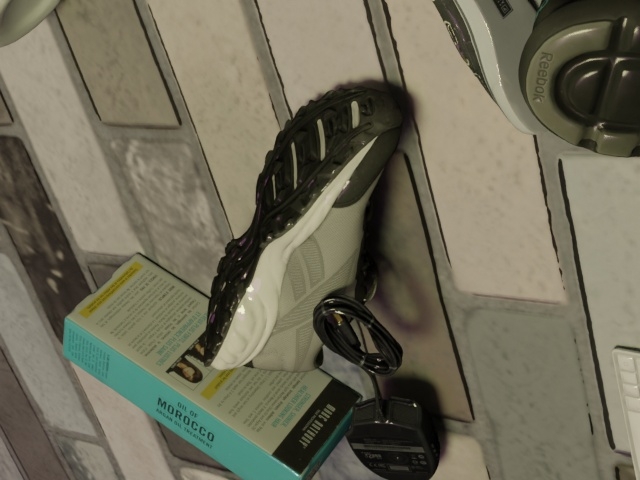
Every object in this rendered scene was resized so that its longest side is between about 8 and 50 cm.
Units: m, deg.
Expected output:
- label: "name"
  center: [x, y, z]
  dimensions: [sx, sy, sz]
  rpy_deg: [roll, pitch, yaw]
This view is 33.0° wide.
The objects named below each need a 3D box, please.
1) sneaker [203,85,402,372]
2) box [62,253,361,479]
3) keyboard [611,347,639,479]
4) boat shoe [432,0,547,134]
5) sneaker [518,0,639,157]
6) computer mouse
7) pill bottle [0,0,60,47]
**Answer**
- label: "sneaker"
  center: [0.000, 0.000, 0.783]
  dimensions: [0.108, 0.100, 0.271]
  rpy_deg: [14, 133, -17]
- label: "box"
  center: [-0.096, 0.117, 0.934]
  dimensions: [0.244, 0.100, 0.060]
  rpy_deg: [32, 139, 13]
- label: "keyboard"
  center: [0.262, 0.183, 0.775]
  dimensions: [0.072, 0.014, 0.256]
  rpy_deg: [4, 125, 36]
- label: "boat shoe"
  center: [0.096, -0.126, 0.629]
  dimensions: [0.040, 0.049, 0.142]
  rpy_deg: [4, 126, 59]
- label: "sneaker"
  center: [0.233, -0.087, 0.520]
  dimensions: [0.268, 0.106, 0.101]
  rpy_deg: [13, 128, 3]
- label: "computer mouse"
  center: [0.046, 0.114, 0.832]
  dimensions: [0.071, 0.041, 0.242]
  rpy_deg: [1, 139, 20]
- label: "pill bottle"
  center: [-0.273, -0.233, 0.778]
  dimensions: [0.184, 0.103, 0.103]
  rpy_deg: [42, 139, 1]
